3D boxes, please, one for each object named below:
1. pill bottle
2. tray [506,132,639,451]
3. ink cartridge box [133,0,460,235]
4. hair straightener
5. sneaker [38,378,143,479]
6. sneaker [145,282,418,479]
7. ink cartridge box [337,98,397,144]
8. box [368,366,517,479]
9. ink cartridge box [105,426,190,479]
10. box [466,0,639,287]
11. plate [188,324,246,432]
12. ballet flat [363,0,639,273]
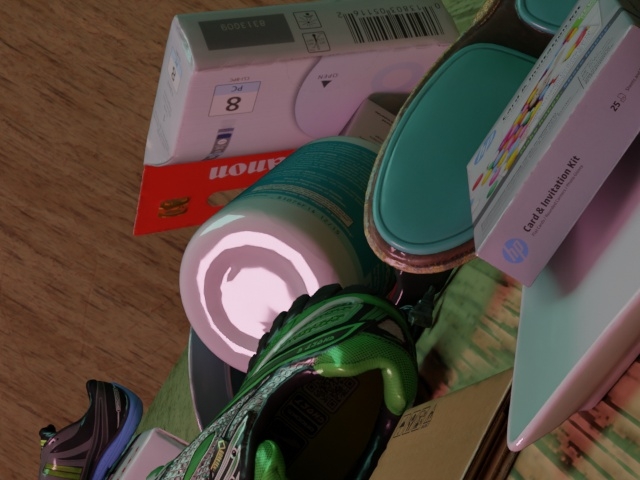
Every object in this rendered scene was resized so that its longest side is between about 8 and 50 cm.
[{"bbox_3d":[0.000,0.000,1.336,0.146,0.146,0.264,-55,-6,31],"label":"pill bottle"},{"bbox_3d":[0.151,-0.008,0.807,0.145,0.030,0.270,-55,7,27],"label":"tray"},{"bbox_3d":[-0.039,-0.113,1.821,0.385,0.308,0.091,109,145,-51],"label":"ink cartridge box"},{"bbox_3d":[0.058,0.048,1.205,0.230,0.047,0.089,-57,6,15],"label":"hair straightener"},{"bbox_3d":[-0.243,0.216,1.520,0.188,0.078,0.067,-59,6,-12],"label":"sneaker"},{"bbox_3d":[-0.056,0.182,1.069,0.343,0.134,0.146,-58,7,4],"label":"sneaker"},{"bbox_3d":[0.018,-0.026,1.715,0.153,0.087,0.208,-51,9,51],"label":"ink cartridge box"},{"bbox_3d":[0.048,0.155,0.882,0.164,0.021,0.201,-61,7,-18],"label":"box"},{"bbox_3d":[-0.179,0.300,1.543,0.211,0.121,0.289,-60,6,-15],"label":"ink cartridge box"},{"bbox_3d":[0.137,-0.068,0.895,0.145,0.038,0.186,-57,5,17],"label":"box"},{"bbox_3d":[-0.058,0.126,1.343,0.024,0.188,0.188,-14,26,21],"label":"plate"},{"bbox_3d":[0.145,-0.115,1.087,0.348,0.123,0.123,-61,6,-12],"label":"ballet flat"}]
